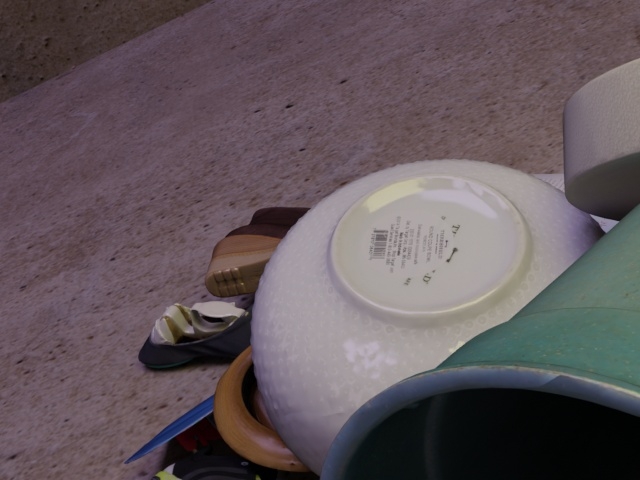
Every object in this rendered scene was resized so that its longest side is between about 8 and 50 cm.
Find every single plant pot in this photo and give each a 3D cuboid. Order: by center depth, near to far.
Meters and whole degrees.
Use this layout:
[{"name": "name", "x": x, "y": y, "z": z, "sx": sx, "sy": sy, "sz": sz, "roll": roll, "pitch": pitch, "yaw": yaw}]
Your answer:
[{"name": "plant pot", "x": 0.233, "y": 0.124, "z": 0.678, "sx": 0.341, "sy": 0.341, "sz": 0.334, "roll": -2, "pitch": 28, "yaw": 42}]

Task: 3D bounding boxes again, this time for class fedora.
[{"name": "fedora", "x": -0.001, "y": 0.155, "z": 1.077, "sx": 0.194, "sy": 0.079, "sz": 0.194, "roll": -11, "pitch": 40, "yaw": 9}]

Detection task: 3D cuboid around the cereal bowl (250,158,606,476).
[{"name": "cereal bowl", "x": 0.098, "y": 0.048, "z": 0.994, "sx": 0.339, "sy": 0.141, "sz": 0.339, "roll": -6, "pitch": 47, "yaw": 6}]

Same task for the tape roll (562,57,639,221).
[{"name": "tape roll", "x": 0.378, "y": -0.073, "z": 0.878, "sx": 0.392, "sy": 0.072, "sz": 0.392, "roll": 0, "pitch": -9, "yaw": 0}]

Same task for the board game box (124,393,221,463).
[{"name": "board game box", "x": -0.118, "y": 0.187, "z": 1.169, "sx": 0.133, "sy": 0.033, "sz": 0.169, "roll": -33, "pitch": 0, "yaw": 20}]

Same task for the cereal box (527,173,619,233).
[{"name": "cereal box", "x": 0.217, "y": -0.003, "z": 1.206, "sx": 0.240, "sy": 0.047, "sz": 0.173, "roll": 3, "pitch": 41, "yaw": 45}]

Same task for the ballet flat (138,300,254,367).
[{"name": "ballet flat", "x": -0.140, "y": 0.101, "z": 1.334, "sx": 0.203, "sy": 0.074, "sz": 0.074, "roll": -7, "pitch": 32, "yaw": 36}]

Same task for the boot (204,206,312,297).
[{"name": "boot", "x": 0.000, "y": 0.000, "z": 1.368, "sx": 0.249, "sy": 0.090, "sz": 0.207, "roll": -3, "pitch": 23, "yaw": 19}]

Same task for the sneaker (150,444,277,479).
[{"name": "sneaker", "x": -0.070, "y": 0.224, "z": 1.024, "sx": 0.097, "sy": 0.084, "sz": 0.235, "roll": -41, "pitch": 29, "yaw": -28}]
